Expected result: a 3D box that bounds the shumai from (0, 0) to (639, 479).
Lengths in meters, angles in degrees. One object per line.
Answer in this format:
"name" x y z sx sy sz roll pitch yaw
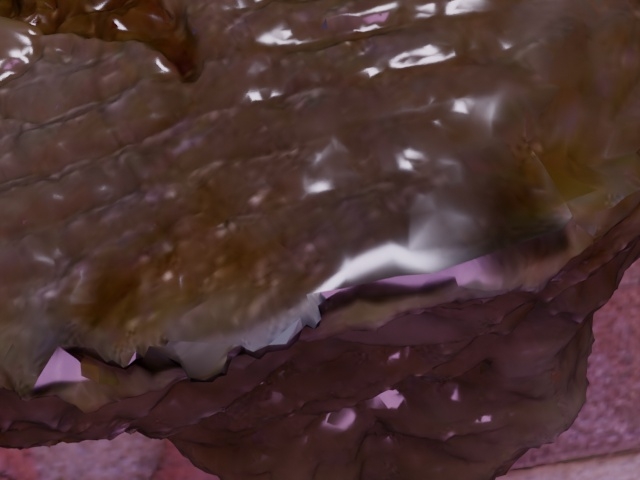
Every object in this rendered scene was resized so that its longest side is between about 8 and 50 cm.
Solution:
"shumai" 0.001 0.001 0.486 0.346 0.217 0.283 -24 149 3
